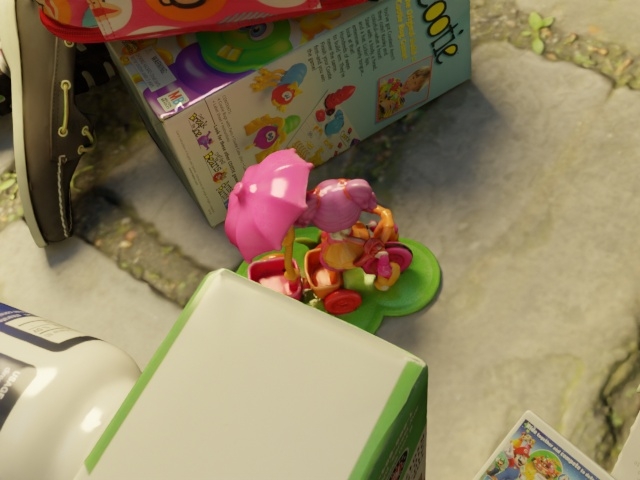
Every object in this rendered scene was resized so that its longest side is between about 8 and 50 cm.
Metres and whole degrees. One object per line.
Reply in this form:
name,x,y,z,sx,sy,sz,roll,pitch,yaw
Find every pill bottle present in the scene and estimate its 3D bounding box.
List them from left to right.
pill bottle,-0.214,0.126,0.595,0.264,0.153,0.153,16,62,20

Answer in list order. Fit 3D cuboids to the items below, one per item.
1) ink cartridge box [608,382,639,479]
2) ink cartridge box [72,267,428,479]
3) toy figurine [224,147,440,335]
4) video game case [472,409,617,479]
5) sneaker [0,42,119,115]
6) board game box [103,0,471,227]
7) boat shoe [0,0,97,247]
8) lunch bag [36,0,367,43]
ink cartridge box,0.290,0.134,0.545,0.188,0.097,0.255,24,99,23
ink cartridge box,-0.033,0.177,0.458,0.117,0.278,0.201,22,64,19
toy figurine,0.000,0.000,0.633,0.173,0.159,0.130,-11,57,2
video game case,0.130,0.183,0.553,0.087,0.011,0.122,39,96,29
sneaker,-0.309,-0.208,0.829,0.281,0.106,0.163,-23,75,-4
board game box,-0.023,-0.163,0.749,0.275,0.144,0.142,-30,57,-10
boat shoe,-0.225,-0.107,0.738,0.068,0.228,0.081,-6,12,-12
lunch bag,-0.089,-0.286,0.680,0.293,0.120,0.258,-6,56,4
